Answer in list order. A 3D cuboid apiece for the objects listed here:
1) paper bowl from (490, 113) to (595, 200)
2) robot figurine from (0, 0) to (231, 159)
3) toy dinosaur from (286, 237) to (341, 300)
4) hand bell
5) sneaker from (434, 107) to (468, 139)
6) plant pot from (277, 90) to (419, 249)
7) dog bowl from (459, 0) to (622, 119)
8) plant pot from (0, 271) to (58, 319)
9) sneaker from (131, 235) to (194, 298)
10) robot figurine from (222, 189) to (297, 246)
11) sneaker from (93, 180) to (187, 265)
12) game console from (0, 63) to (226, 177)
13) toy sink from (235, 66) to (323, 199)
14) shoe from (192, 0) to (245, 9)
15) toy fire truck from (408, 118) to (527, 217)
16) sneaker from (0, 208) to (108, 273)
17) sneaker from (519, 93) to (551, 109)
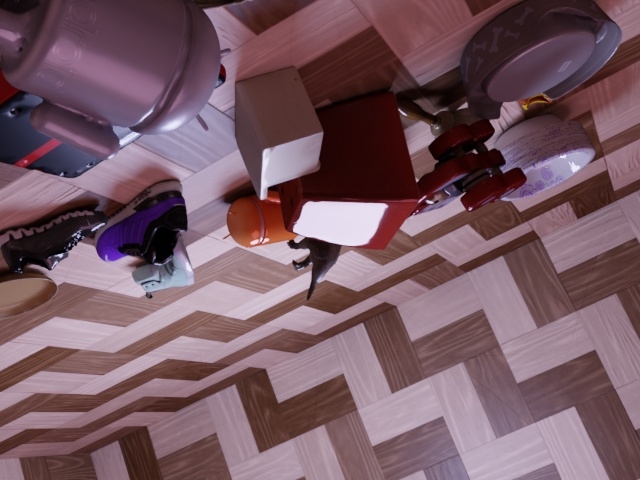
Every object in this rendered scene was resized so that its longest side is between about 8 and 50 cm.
[{"bbox_3d":[0.587,-0.236,2.387,0.284,0.148,0.284,-20,161,-7],"label":"paper bowl"},{"bbox_3d":[-0.282,-0.262,1.171,0.353,0.200,0.300,18,98,-36],"label":"robot figurine"},{"bbox_3d":[0.000,0.000,2.302,0.160,0.313,0.121,-7,144,32],"label":"toy dinosaur"},{"bbox_3d":[0.251,-0.279,2.006,0.242,0.126,0.126,17,139,-43],"label":"hand bell"},{"bbox_3d":[0.357,-0.272,2.168,0.166,0.065,0.076,-34,162,36],"label":"sneaker"},{"bbox_3d":[0.037,-0.141,1.902,0.236,0.267,0.267,-4,157,-16],"label":"plant pot"},{"bbox_3d":[0.456,-0.396,1.869,0.349,0.102,0.349,-20,162,-7],"label":"dog bowl"},{"bbox_3d":[-0.747,0.130,2.089,0.236,0.032,0.236,-19,161,-7],"label":"plant pot"},{"bbox_3d":[-0.402,0.072,2.220,0.151,0.094,0.256,-15,159,-11],"label":"sneaker"},{"bbox_3d":[-0.132,-0.054,2.121,0.219,0.128,0.158,-12,180,-31],"label":"robot figurine"},{"bbox_3d":[-0.395,0.000,1.940,0.293,0.146,0.102,-36,157,35],"label":"sneaker"},{"bbox_3d":[-0.389,-0.234,1.462,0.387,0.060,0.342,-28,165,19],"label":"game console"},{"bbox_3d":[-0.081,-0.205,1.718,0.131,0.152,0.234,-18,160,-12],"label":"toy sink"},{"bbox_3d":[-0.140,-0.376,1.318,0.219,0.058,0.076,-14,160,-22],"label":"shoe"},{"bbox_3d":[0.287,-0.125,1.939,0.254,0.169,0.302,-37,170,33],"label":"toy fire truck"},{"bbox_3d":[-0.556,0.009,1.847,0.234,0.106,0.078,-17,162,-14],"label":"sneaker"},{"bbox_3d":[0.560,-0.368,2.118,0.175,0.067,0.064,-26,160,7],"label":"sneaker"}]
